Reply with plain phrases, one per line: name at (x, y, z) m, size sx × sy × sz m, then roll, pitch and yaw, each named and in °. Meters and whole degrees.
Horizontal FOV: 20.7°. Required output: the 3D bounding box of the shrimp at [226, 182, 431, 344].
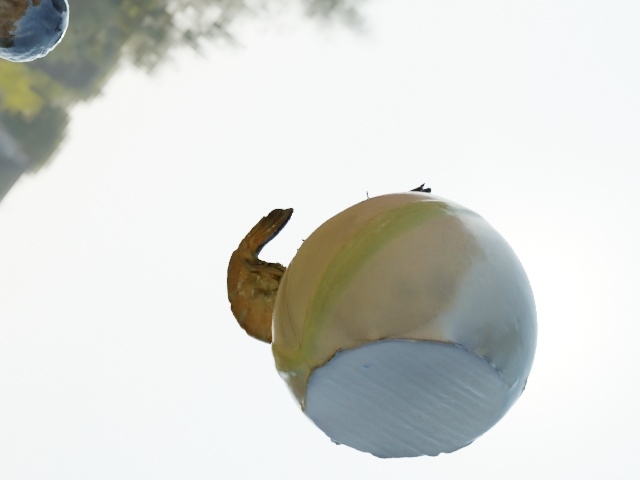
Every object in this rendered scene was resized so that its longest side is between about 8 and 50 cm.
shrimp at (0.000, 0.000, 2.159) m, size 0.296 × 0.169 × 0.058 m, roll -42°, pitch 152°, yaw 11°

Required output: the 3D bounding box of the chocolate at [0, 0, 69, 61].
chocolate at (-0.234, -0.173, 1.213) m, size 0.167 × 0.072 × 0.072 m, roll 33°, pitch -96°, yaw 40°

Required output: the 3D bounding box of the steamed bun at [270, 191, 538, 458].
steamed bun at (0.093, 0.067, 1.949) m, size 0.309 × 0.309 × 0.309 m, roll -49°, pitch -168°, yaw 14°
